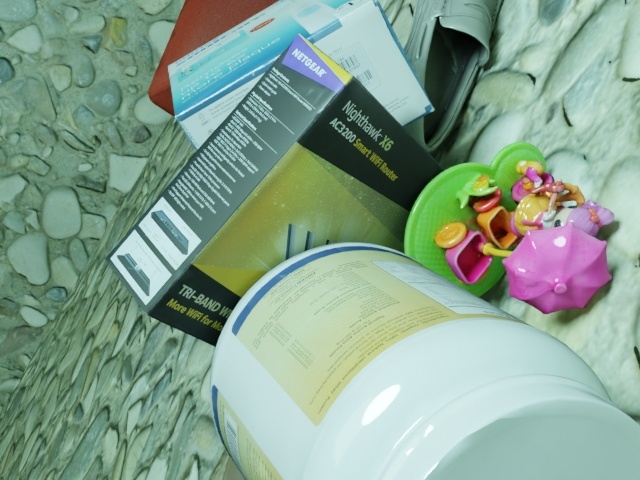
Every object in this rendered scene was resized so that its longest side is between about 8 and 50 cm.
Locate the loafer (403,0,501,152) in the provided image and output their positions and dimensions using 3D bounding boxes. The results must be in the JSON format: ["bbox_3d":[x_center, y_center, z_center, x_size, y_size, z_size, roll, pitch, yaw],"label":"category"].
[{"bbox_3d":[0.157,-0.234,1.131,0.111,0.112,0.319,14,77,52],"label":"loafer"}]

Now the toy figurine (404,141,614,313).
[{"bbox_3d":[0.182,-0.003,0.817,0.173,0.130,0.159,-43,31,-15],"label":"toy figurine"}]

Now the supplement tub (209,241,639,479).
[{"bbox_3d":[0.065,0.142,0.693,0.228,0.228,0.316,-63,25,3],"label":"supplement tub"}]

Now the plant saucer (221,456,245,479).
[{"bbox_3d":[-0.041,0.279,1.024,0.278,0.041,0.278,-45,36,46],"label":"plant saucer"}]

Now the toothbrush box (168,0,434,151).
[{"bbox_3d":[-0.036,-0.163,1.028,0.216,0.126,0.295,-30,20,2],"label":"toothbrush box"}]

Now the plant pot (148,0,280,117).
[{"bbox_3d":[-0.065,-0.294,1.532,0.236,0.267,0.267,-17,49,48],"label":"plant pot"}]

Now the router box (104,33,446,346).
[{"bbox_3d":[0.000,0.000,0.873,0.243,0.309,0.081,-49,53,5],"label":"router box"}]
